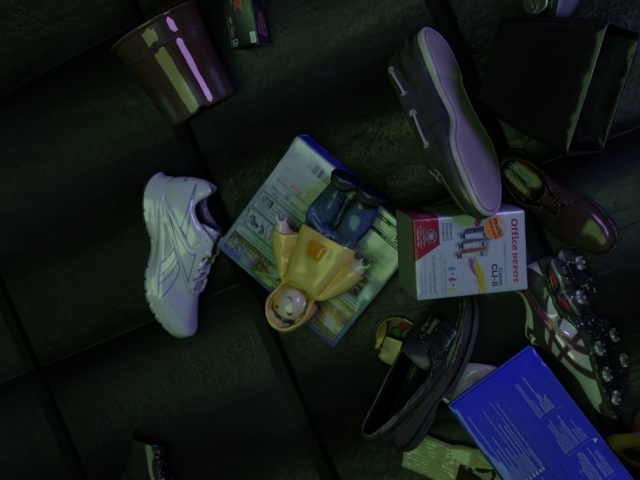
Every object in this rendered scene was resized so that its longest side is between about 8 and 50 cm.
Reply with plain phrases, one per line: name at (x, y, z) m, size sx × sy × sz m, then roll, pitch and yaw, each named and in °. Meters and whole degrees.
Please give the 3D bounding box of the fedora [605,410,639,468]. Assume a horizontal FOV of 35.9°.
fedora at (0.537, 0.302, 1.506) m, size 0.194 × 0.194 × 0.079 m, roll 9°, pitch 64°, yaw 17°

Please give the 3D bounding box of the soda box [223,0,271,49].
soda box at (-0.128, -0.405, 1.641) m, size 0.053 × 0.060 × 0.168 m, roll -6°, pitch 98°, yaw 21°

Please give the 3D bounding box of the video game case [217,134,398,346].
video game case at (0.000, 0.000, 1.665) m, size 0.269 × 0.061 × 0.244 m, roll 41°, pitch 108°, yaw 9°

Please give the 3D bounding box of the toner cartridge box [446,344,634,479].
toner cartridge box at (0.366, 0.351, 1.541) m, size 0.165 × 0.075 × 0.347 m, roll -36°, pitch 81°, yaw 0°

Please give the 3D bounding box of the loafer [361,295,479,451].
loafer at (0.161, 0.210, 1.605) m, size 0.109 × 0.095 × 0.302 m, roll 43°, pitch 115°, yaw 54°

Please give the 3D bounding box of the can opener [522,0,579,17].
can opener at (0.353, -0.476, 1.470) m, size 0.095 × 0.076 × 0.283 m, roll 3°, pitch 101°, yaw -14°

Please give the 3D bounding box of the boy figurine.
boy figurine at (-0.011, 0.023, 1.594) m, size 0.177 × 0.092 × 0.285 m, roll 34°, pitch 104°, yaw 8°

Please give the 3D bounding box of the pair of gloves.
pair of gloves at (0.259, 0.322, 1.643) m, size 0.204 × 0.042 × 0.240 m, roll 26°, pitch 106°, yaw 13°

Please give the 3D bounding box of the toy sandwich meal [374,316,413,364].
toy sandwich meal at (0.127, 0.171, 1.668) m, size 0.086 × 0.029 × 0.085 m, roll 3°, pitch 100°, yaw 18°

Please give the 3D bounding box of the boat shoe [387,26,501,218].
boat shoe at (0.186, -0.168, 1.513) m, size 0.095 × 0.112 × 0.335 m, roll -33°, pitch 60°, yaw 37°

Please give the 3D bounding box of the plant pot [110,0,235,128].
plant pot at (-0.235, -0.287, 1.653) m, size 0.167 × 0.167 × 0.165 m, roll -28°, pitch 97°, yaw 21°

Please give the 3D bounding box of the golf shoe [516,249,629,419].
golf shoe at (0.396, 0.153, 1.550) m, size 0.120 × 0.105 × 0.272 m, roll -23°, pitch 87°, yaw 39°

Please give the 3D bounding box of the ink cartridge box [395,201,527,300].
ink cartridge box at (0.217, 0.012, 1.527) m, size 0.176 × 0.127 × 0.128 m, roll -6°, pitch 99°, yaw -8°

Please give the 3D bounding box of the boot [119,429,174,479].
boot at (-0.287, 0.447, 1.839) m, size 0.198 × 0.077 × 0.136 m, roll 16°, pitch 99°, yaw 15°

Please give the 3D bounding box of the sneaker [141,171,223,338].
sneaker at (-0.237, 0.028, 1.732) m, size 0.129 × 0.111 × 0.297 m, roll -1°, pitch 100°, yaw 13°

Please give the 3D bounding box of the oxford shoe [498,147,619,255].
oxford shoe at (0.357, -0.051, 1.517) m, size 0.227 × 0.096 × 0.082 m, roll 37°, pitch 107°, yaw 8°

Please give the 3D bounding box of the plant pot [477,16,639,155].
plant pot at (0.340, -0.239, 1.451) m, size 0.167 × 0.188 × 0.187 m, roll 21°, pitch 106°, yaw 26°
